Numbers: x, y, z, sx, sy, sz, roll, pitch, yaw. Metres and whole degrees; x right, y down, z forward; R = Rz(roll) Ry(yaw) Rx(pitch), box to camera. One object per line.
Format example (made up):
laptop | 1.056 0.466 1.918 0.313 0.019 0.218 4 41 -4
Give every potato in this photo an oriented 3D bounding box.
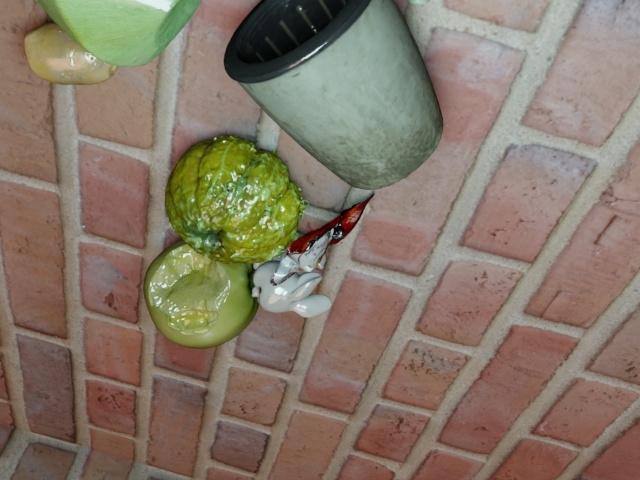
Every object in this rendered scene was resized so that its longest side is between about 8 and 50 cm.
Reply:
potato | -0.480 -0.360 1.439 0.178 0.119 0.109 4 172 -7

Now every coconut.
coconut | -0.318 -0.435 1.174 0.328 0.281 0.329 11 105 42

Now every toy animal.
toy animal | -0.066 0.078 1.709 0.178 0.193 0.127 -3 135 5

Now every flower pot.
flower pot | 0.045 -0.264 1.267 0.293 0.294 0.330 -18 131 29

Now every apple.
apple | -0.276 0.125 1.763 0.279 0.279 0.279 8 135 8

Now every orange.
orange | -0.188 -0.066 1.573 0.300 0.223 0.301 -9 132 30

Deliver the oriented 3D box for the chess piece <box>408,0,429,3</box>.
chess piece | 0.167 -0.443 1.231 0.042 0.042 0.093 8 129 8

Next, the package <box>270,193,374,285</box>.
package | 0.000 0.000 1.576 0.071 0.269 0.194 49 137 -1
